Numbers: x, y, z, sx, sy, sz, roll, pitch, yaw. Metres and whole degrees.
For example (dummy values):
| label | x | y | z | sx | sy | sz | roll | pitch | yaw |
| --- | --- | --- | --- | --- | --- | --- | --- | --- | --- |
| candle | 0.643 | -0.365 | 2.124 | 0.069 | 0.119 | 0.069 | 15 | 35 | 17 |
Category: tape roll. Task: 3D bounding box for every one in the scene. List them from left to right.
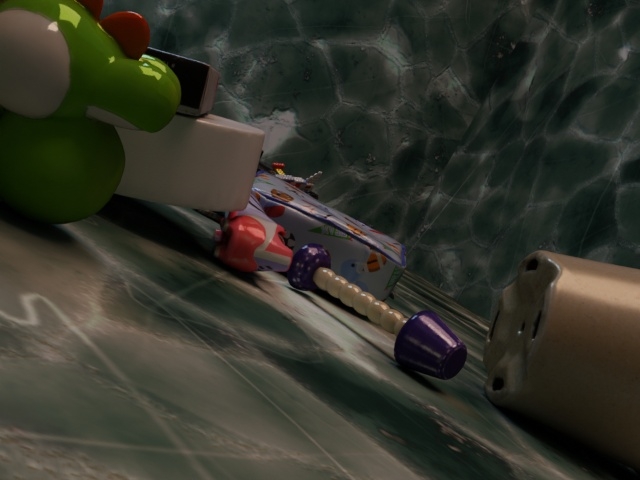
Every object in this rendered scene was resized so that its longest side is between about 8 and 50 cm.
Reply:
| label | x | y | z | sx | sy | sz | roll | pitch | yaw |
| --- | --- | --- | --- | --- | --- | --- | --- | --- | --- |
| tape roll | -0.212 | -0.119 | 0.970 | 0.286 | 0.100 | 0.286 | 14 | 8 | -2 |

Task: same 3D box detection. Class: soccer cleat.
| label | x | y | z | sx | sy | sz | roll | pitch | yaw |
| --- | --- | --- | --- | --- | --- | --- | --- | --- | --- |
| soccer cleat | -0.089 | -0.008 | 1.061 | 0.095 | 0.083 | 0.248 | 21 | 9 | -9 |

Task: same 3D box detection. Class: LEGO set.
| label | x | y | z | sx | sy | sz | roll | pitch | yaw |
| --- | --- | --- | --- | --- | --- | --- | --- | --- | --- |
| LEGO set | -0.100 | -0.113 | 1.497 | 0.183 | 0.060 | 0.244 | 27 | 27 | -7 |

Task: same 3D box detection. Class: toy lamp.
| label | x | y | z | sx | sy | sz | roll | pitch | yaw |
| --- | --- | --- | --- | --- | --- | --- | --- | --- | --- |
| toy lamp | 0.069 | 0.091 | 1.026 | 0.275 | 0.080 | 0.080 | 31 | 3 | 42 |

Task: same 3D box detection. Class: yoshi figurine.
| label | x | y | z | sx | sy | sz | roll | pitch | yaw |
| --- | --- | --- | --- | --- | --- | --- | --- | --- | --- |
| yoshi figurine | -0.300 | -0.115 | 0.631 | 0.362 | 0.203 | 0.203 | 15 | -35 | -8 |

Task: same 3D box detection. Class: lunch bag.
| label | x | y | z | sx | sy | sz | roll | pitch | yaw |
| --- | --- | --- | --- | --- | --- | --- | --- | --- | --- |
| lunch bag | 0.000 | 0.000 | 1.289 | 0.303 | 0.114 | 0.243 | 30 | 9 | 0 |

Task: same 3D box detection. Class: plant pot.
| label | x | y | z | sx | sy | sz | roll | pitch | yaw |
| --- | --- | --- | --- | --- | --- | --- | --- | --- | --- |
| plant pot | 0.404 | 0.163 | 1.100 | 0.306 | 0.333 | 0.334 | 18 | 4 | -4 |

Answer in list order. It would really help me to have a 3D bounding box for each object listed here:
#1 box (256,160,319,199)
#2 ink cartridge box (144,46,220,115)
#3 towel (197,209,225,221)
| label | x | y | z | sx | sy | sz | roll | pitch | yaw |
| --- | --- | --- | --- | --- | --- | --- | --- | --- | --- |
| box | -0.163 | -0.141 | 1.712 | 0.308 | 0.076 | 0.242 | 31 | 6 | 6 |
| ink cartridge box | -0.219 | -0.206 | 0.997 | 0.176 | 0.069 | 0.371 | 14 | 7 | -8 |
| towel | -0.122 | -0.032 | 1.558 | 0.272 | 0.040 | 0.370 | 28 | 6 | -10 |
